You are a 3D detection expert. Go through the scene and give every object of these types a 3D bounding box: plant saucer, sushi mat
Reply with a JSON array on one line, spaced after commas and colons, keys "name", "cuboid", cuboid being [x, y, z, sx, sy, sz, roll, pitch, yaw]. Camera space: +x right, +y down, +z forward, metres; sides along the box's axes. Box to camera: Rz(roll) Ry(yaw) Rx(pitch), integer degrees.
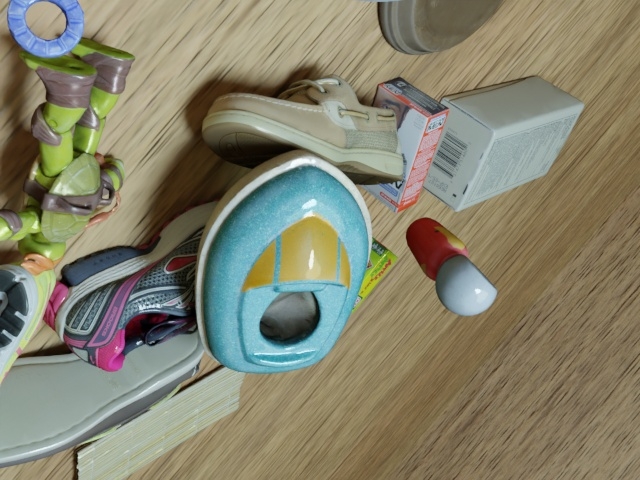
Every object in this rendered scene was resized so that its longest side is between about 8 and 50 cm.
[{"name": "plant saucer", "cuboid": [0.184, -0.352, 0.975, 0.278, 0.041, 0.278, -36, 152, -23]}, {"name": "sushi mat", "cuboid": [-0.237, 0.287, 1.189, 0.316, 0.019, 0.151, -26, 144, -38]}]

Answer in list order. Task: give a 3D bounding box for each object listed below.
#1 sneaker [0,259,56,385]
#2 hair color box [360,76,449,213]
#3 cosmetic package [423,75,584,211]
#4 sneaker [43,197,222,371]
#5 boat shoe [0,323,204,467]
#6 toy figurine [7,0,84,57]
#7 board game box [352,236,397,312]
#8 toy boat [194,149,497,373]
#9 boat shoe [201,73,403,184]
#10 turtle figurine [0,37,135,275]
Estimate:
[{"name": "sneaker", "cuboid": [-0.319, 0.097, 0.753, 0.208, 0.081, 0.094, -46, -174, 22]}, {"name": "hair color box", "cuboid": [0.110, -0.133, 1.095, 0.053, 0.093, 0.167, -27, 145, -39]}, {"name": "cosmetic package", "cuboid": [0.306, -0.172, 1.324, 0.309, 0.113, 0.160, -21, 142, -45]}, {"name": "sneaker", "cuboid": [-0.162, 0.052, 0.896, 0.299, 0.112, 0.121, -31, 148, -34]}, {"name": "boat shoe", "cuboid": [-0.280, 0.180, 0.879, 0.324, 0.116, 0.096, -23, 153, -37]}, {"name": "toy figurine", "cuboid": [-0.152, -0.193, 0.348, 0.362, 0.191, 0.217, -4, 108, -26]}, {"name": "board game box", "cuboid": [0.000, 0.000, 0.997, 0.092, 0.181, 0.043, -51, 154, 1]}, {"name": "toy boat", "cuboid": [0.027, 0.033, 0.830, 0.318, 0.148, 0.267, -4, 123, -20]}, {"name": "boat shoe", "cuboid": [-0.012, -0.136, 0.907, 0.341, 0.122, 0.110, 6, 85, -59]}, {"name": "turtle figurine", "cuboid": [-0.226, -0.052, 0.649, 0.269, 0.087, 0.217, -32, 148, -59]}]
